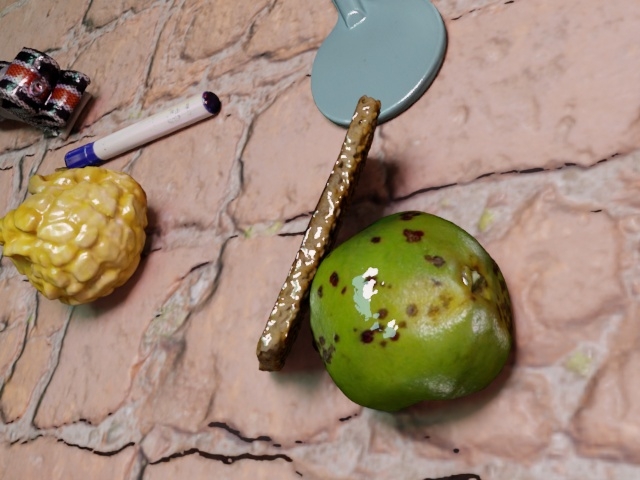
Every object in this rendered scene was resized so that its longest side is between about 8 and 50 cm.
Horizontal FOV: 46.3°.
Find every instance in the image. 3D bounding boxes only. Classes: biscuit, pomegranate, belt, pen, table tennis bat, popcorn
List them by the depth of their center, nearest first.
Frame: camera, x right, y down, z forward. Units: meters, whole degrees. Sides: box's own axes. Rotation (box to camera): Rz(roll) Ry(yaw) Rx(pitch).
[{"bbox_3d":[0.046,0.049,0.540,0.169,0.122,0.143,-6,62,37],"label":"pomegranate"},{"bbox_3d":[0.000,0.000,0.626,0.025,0.131,0.231,21,74,3],"label":"biscuit"},{"bbox_3d":[0.044,-0.217,0.780,0.153,0.040,0.244,-33,50,19],"label":"table tennis bat"},{"bbox_3d":[-0.275,-0.012,0.850,0.180,0.180,0.170,-16,82,33],"label":"popcorn"},{"bbox_3d":[-0.237,-0.139,0.971,0.269,0.033,0.033,-16,54,33],"label":"pen"},{"bbox_3d":[-0.485,-0.235,1.183,0.359,0.126,0.094,12,70,45],"label":"belt"}]
